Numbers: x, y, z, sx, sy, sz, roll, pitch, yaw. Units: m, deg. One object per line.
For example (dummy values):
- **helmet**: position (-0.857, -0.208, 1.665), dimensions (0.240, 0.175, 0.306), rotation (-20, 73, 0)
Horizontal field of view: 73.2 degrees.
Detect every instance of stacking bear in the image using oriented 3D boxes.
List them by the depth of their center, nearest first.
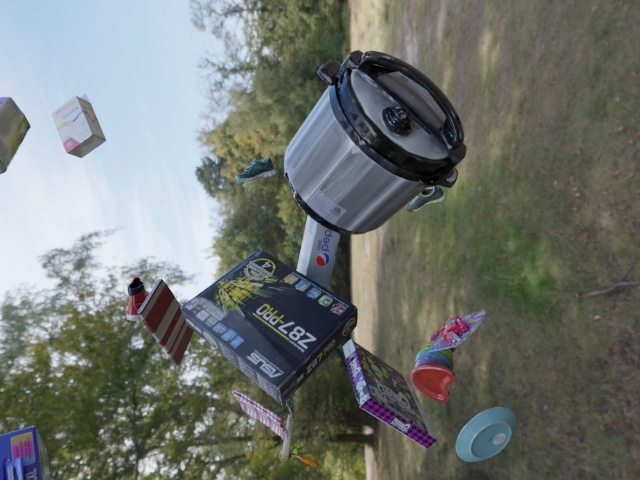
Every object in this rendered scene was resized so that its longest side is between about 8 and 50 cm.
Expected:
- **stacking bear**: position (0.487, 0.489, 1.794), dimensions (0.289, 0.164, 0.175), rotation (-49, -32, -53)

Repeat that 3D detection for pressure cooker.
- **pressure cooker**: position (0.145, -0.253, 1.121), dimensions (0.420, 0.370, 0.375), rotation (-46, 49, 46)

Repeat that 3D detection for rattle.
- **rattle**: position (-0.068, 0.665, 1.506), dimensions (0.199, 0.143, 0.130), rotation (-78, -18, -45)

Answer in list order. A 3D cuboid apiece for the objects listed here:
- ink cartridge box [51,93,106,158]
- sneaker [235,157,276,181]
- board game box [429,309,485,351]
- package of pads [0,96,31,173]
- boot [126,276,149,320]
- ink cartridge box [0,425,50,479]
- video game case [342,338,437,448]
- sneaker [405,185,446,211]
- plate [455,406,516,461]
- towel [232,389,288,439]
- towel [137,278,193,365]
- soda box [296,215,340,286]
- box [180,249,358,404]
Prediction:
- **ink cartridge box**: position (-0.798, -0.386, 1.409), dimensions (0.198, 0.115, 0.067), rotation (62, -169, 13)
- **sneaker**: position (-0.242, -0.261, 1.574), dimensions (0.065, 0.166, 0.076), rotation (7, 113, 50)
- **board game box**: position (0.322, 0.209, 1.047), dimensions (0.033, 0.133, 0.168), rotation (49, 154, 3)
- **package of pads**: position (-0.820, -0.205, 0.925), dimensions (0.229, 0.297, 0.101), rotation (-114, 13, -47)
- **boot**: position (-0.797, 0.239, 1.953), dimensions (0.244, 0.088, 0.176), rotation (-71, -16, -80)
- **ink cartridge box**: position (-0.845, 0.694, 1.192), dimensions (0.270, 0.151, 0.395), rotation (66, 147, 23)
- **video game case**: position (0.164, 0.371, 1.057), dimensions (0.042, 0.232, 0.210), rotation (-47, 21, 12)
- **sneaker**: position (0.437, -0.190, 1.858), dimensions (0.086, 0.192, 0.064), rotation (43, -135, -30)
- **plate**: position (0.449, 0.527, 1.149), dimensions (0.024, 0.188, 0.188), rotation (-129, 34, -63)
- **towel**: position (-0.194, 0.555, 1.376), dimensions (0.029, 0.197, 0.144), rotation (-52, -28, -32)
- **towel**: position (-0.678, 0.362, 1.914), dimensions (0.237, 0.037, 0.329), rotation (-82, -25, -56)
- **soda box**: position (0.000, 0.000, 1.386), dimensions (0.098, 0.091, 0.286), rotation (-141, 61, -64)
- **box**: position (-0.143, 0.216, 1.215), dimensions (0.318, 0.395, 0.097), rotation (-39, -36, -32)
